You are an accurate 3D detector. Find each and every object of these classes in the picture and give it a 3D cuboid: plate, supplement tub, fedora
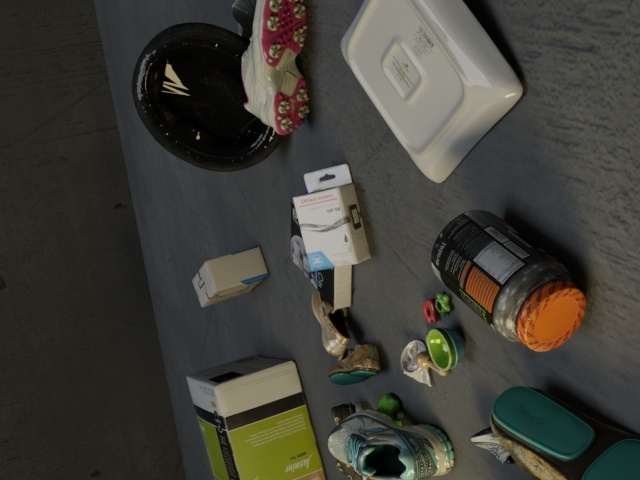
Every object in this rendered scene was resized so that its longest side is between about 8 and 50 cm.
[{"bbox_3d":[0.128,-0.239,1.153,0.277,0.045,0.278,58,155,11],"label":"plate"},{"bbox_3d":[0.235,0.050,1.057,0.190,0.117,0.116,47,145,49],"label":"supplement tub"},{"bbox_3d":[-0.219,-0.314,1.763,0.152,0.334,0.333,-80,-10,-60],"label":"fedora"}]

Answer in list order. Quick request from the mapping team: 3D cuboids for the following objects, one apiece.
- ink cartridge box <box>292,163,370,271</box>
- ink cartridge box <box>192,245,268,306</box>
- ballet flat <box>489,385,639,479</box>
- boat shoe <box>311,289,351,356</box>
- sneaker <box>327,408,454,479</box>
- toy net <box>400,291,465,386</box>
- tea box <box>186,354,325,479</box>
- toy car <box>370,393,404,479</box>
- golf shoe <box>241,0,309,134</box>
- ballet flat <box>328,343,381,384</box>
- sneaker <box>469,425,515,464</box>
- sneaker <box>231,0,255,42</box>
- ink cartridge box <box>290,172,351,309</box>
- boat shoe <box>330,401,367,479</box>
[{"bbox_3d":[0.016,-0.041,1.533,0.104,0.060,0.180,-12,95,32],"label":"ink cartridge box"},{"bbox_3d":[-0.236,0.095,2.168,0.085,0.148,0.203,69,158,10],"label":"ink cartridge box"},{"bbox_3d":[0.338,0.283,0.997,0.348,0.123,0.123,28,130,60],"label":"ballet flat"},{"bbox_3d":[0.029,0.154,1.700,0.059,0.063,0.170,-49,40,31],"label":"boat shoe"},{"bbox_3d":[0.095,0.371,1.499,0.283,0.122,0.110,-10,90,49],"label":"sneaker"},{"bbox_3d":[0.171,0.175,1.387,0.122,0.045,0.232,67,157,18],"label":"toy net"},{"bbox_3d":[-0.177,0.487,2.188,0.329,0.220,0.323,-10,94,68],"label":"tea box"},{"bbox_3d":[0.133,0.404,1.614,0.239,0.053,0.224,24,126,62],"label":"toy car"},{"bbox_3d":[-0.102,-0.350,1.566,0.140,0.115,0.306,27,130,36],"label":"golf shoe"},{"bbox_3d":[0.071,0.244,1.667,0.206,0.073,0.067,144,136,-64],"label":"ballet flat"},{"bbox_3d":[0.268,0.303,1.234,0.058,0.052,0.135,68,158,6],"label":"sneaker"},{"bbox_3d":[-0.147,-0.447,1.745,0.152,0.054,0.061,85,-169,-48],"label":"sneaker"},{"bbox_3d":[0.000,0.000,1.683,0.206,0.045,0.208,47,144,48],"label":"ink cartridge box"},{"bbox_3d":[0.062,0.443,1.762,0.081,0.069,0.227,-95,1,-71],"label":"boat shoe"}]
